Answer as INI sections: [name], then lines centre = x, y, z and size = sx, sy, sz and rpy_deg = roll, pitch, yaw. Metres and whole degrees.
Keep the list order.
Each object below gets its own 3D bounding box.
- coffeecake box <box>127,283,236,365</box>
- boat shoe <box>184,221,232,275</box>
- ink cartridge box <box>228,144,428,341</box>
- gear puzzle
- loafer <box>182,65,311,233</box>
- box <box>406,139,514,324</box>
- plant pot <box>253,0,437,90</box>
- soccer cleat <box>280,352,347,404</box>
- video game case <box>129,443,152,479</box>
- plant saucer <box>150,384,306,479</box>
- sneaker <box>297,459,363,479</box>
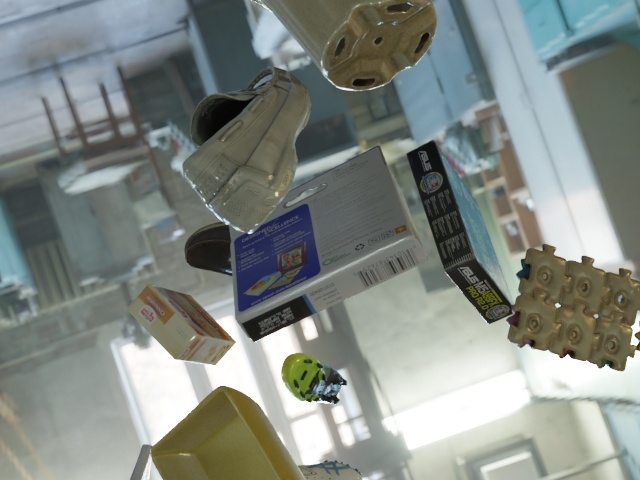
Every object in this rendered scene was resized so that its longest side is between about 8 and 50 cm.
[coffeecake box]
centre = -0.260, 0.162, 2.062
size = 0.068, 0.142, 0.185
rpy_deg = -48, 160, 5
[boat shoe]
centre = -0.138, 0.039, 2.485
size = 0.355, 0.132, 0.130
rpy_deg = 0, -138, 3
[ink cartridge box]
centre = 0.000, 0.000, 1.766
size = 0.303, 0.072, 0.307
rpy_deg = -27, -152, 9
[gear puzzle]
centre = 0.460, 0.124, 1.829
size = 0.338, 0.176, 0.044
rpy_deg = 16, 173, -22
[loafer]
centre = -0.082, -0.125, 1.186
size = 0.112, 0.111, 0.319
rpy_deg = -48, -164, 22
[box]
centre = 0.249, -0.014, 1.926
size = 0.060, 0.270, 0.216
rpy_deg = -26, 140, 15
[plant pot]
centre = 0.045, -0.448, 1.945
size = 0.333, 0.306, 0.334
rpy_deg = -20, 148, -13
[soccer cleat]
centre = -0.039, 0.285, 2.292
size = 0.121, 0.093, 0.289
rpy_deg = 24, 174, 24
[video game case]
centre = -0.360, 0.527, 2.076
size = 0.023, 0.193, 0.212
rpy_deg = 9, -154, 0
[plant saucer]
centre = -0.126, 0.434, 1.876
size = 0.081, 0.333, 0.333
rpy_deg = -23, 166, -42
[sneaker]
centre = -0.033, 0.481, 2.149
size = 0.237, 0.085, 0.086
rpy_deg = 4, -153, -7
